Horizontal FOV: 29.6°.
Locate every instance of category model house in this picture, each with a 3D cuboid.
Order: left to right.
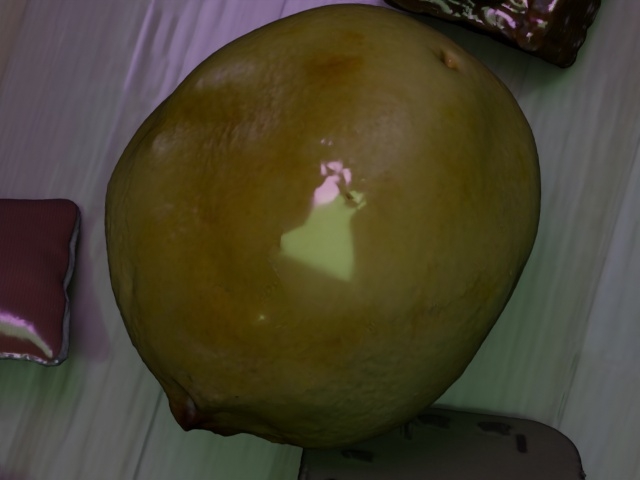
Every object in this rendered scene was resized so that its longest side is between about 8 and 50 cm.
[{"bbox_3d":[0.083,0.293,0.954,0.218,0.205,0.279,6,115,4],"label":"model house"},{"bbox_3d":[0.142,-0.254,0.972,0.219,0.199,0.229,-25,80,12],"label":"model house"}]

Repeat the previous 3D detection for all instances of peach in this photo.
[{"bbox_3d":[0.006,-0.006,0.906,0.314,0.281,0.316,-9,55,29],"label":"peach"}]

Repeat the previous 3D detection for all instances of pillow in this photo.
[{"bbox_3d":[-0.292,0.034,1.002,0.179,0.075,0.171,1,52,-5],"label":"pillow"}]
